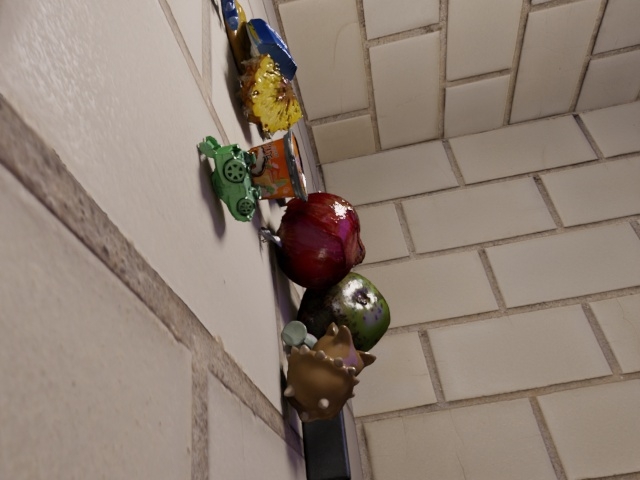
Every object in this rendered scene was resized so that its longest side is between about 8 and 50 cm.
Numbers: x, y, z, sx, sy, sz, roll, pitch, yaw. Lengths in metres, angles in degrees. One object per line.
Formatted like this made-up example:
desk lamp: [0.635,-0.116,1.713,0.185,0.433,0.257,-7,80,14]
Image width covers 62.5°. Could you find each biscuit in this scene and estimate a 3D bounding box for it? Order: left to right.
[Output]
biscuit: [-0.211,-0.534,1.438,0.203,0.041,0.259,-86,163,-75]

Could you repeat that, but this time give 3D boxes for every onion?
onion: [0.000,0.000,1.439,0.276,0.277,0.275,-11,90,-86]

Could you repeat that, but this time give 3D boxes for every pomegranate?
pomegranate: [0.043,0.246,1.608,0.340,0.285,0.284,130,-42,-51]

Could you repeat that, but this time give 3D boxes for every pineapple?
pineapple: [-0.168,-0.361,1.336,0.139,0.164,0.249,-60,161,-10]

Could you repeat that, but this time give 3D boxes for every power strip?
power strip: [0.012,0.489,1.329,0.070,0.105,0.256,73,8,-53]

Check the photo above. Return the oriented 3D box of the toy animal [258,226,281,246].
toy animal: [-0.129,-0.009,1.253,0.084,0.050,0.028,37,-63,39]

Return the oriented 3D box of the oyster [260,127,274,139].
oyster: [-0.151,-0.423,1.583,0.214,0.084,0.222,91,9,-80]

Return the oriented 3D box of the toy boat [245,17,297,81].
toy boat: [-0.147,-0.523,1.411,0.129,0.088,0.295,41,18,-39]

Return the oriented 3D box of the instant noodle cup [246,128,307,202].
instant noodle cup: [-0.110,-0.170,1.276,0.208,0.126,0.177,73,8,-58]

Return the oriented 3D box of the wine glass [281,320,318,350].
wine glass: [-0.048,0.257,1.349,0.155,0.074,0.073,72,8,-63]

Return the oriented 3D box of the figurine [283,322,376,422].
figurine: [0.013,0.294,1.216,0.177,0.247,0.173,35,-27,26]

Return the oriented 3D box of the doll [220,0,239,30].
doll: [-0.225,-0.584,1.245,0.205,0.067,0.109,79,-10,-53]

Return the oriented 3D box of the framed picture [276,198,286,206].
framed picture: [-0.139,-0.203,1.664,0.128,0.023,0.168,66,13,-74]

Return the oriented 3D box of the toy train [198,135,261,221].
toy train: [-0.154,-0.108,0.921,0.099,0.081,0.149,-91,175,-67]
